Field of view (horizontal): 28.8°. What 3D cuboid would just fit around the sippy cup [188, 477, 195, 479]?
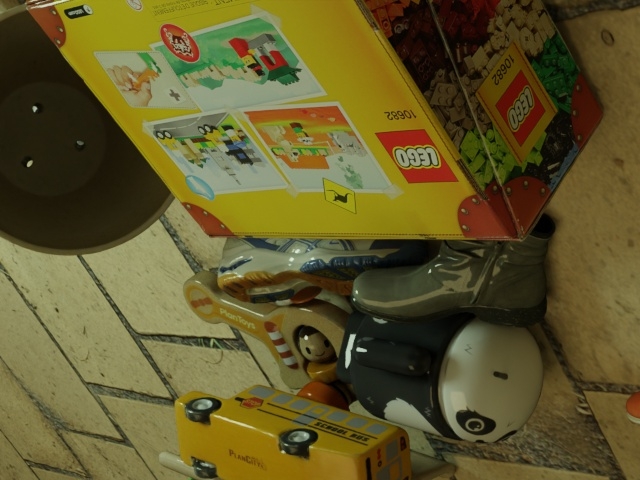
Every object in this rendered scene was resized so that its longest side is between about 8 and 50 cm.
[{"bbox_3d":[-0.080,0.452,2.142,0.305,0.224,0.240,38,149,9],"label":"sippy cup"}]

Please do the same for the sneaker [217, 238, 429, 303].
[{"bbox_3d":[0.000,0.000,1.636,0.296,0.131,0.112,-4,153,22],"label":"sneaker"}]

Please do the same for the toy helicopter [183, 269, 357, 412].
[{"bbox_3d":[-0.067,0.116,1.820,0.355,0.140,0.235,21,137,32],"label":"toy helicopter"}]

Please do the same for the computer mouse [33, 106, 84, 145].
[{"bbox_3d":[-0.351,-0.164,1.901,0.193,0.042,0.106,31,151,9],"label":"computer mouse"}]

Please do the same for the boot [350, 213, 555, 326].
[{"bbox_3d":[0.152,0.017,1.473,0.246,0.083,0.161,1,133,12],"label":"boot"}]

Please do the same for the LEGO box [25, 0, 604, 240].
[{"bbox_3d":[-0.020,-0.192,1.316,0.500,0.193,0.372,1,136,48],"label":"LEGO box"}]

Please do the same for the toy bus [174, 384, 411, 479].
[{"bbox_3d":[-0.047,0.282,1.712,0.332,0.130,0.108,11,116,39],"label":"toy bus"}]

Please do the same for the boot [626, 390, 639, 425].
[{"bbox_3d":[0.402,0.162,1.430,0.085,0.059,0.158,52,139,-8],"label":"boot"}]

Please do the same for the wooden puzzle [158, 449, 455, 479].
[{"bbox_3d":[-0.020,0.359,1.890,0.322,0.348,0.080,13,102,40],"label":"wooden puzzle"}]

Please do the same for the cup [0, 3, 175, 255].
[{"bbox_3d":[-0.362,-0.147,1.712,0.331,0.331,0.237,52,165,-13],"label":"cup"}]

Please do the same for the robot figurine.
[{"bbox_3d":[0.150,0.164,1.594,0.278,0.209,0.174,9,121,43],"label":"robot figurine"}]
